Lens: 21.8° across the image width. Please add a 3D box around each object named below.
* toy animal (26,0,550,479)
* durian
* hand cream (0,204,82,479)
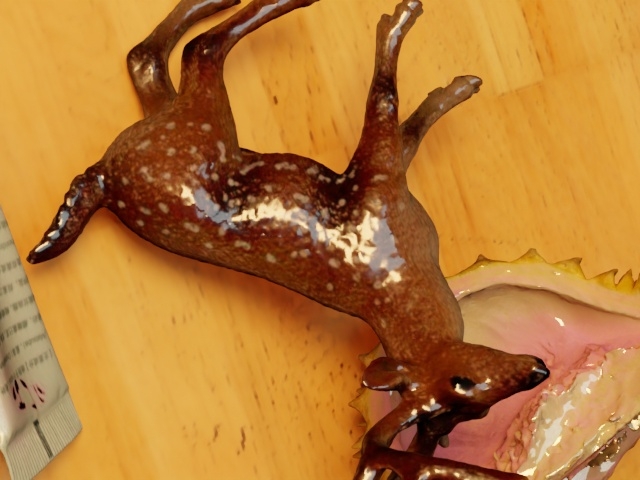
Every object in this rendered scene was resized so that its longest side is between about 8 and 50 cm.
[{"bbox_3d":[0.001,0.009,0.760,0.244,0.087,0.260,14,65,8],"label":"toy animal"},{"bbox_3d":[0.106,0.089,0.814,0.165,0.132,0.182,23,89,-26],"label":"durian"},{"bbox_3d":[-0.179,-0.057,0.700,0.058,0.085,0.331,-25,96,12],"label":"hand cream"}]
